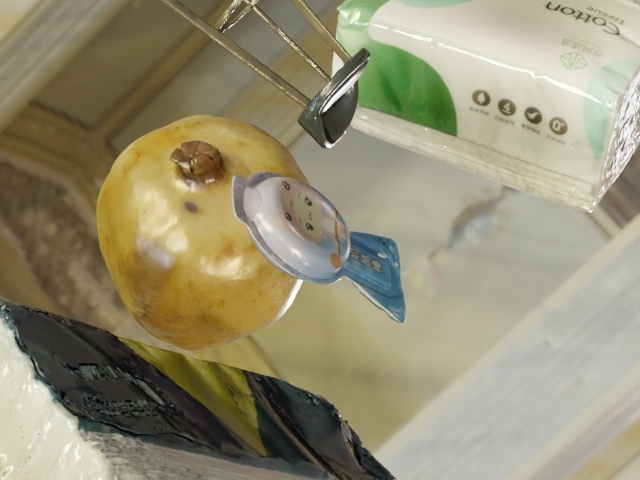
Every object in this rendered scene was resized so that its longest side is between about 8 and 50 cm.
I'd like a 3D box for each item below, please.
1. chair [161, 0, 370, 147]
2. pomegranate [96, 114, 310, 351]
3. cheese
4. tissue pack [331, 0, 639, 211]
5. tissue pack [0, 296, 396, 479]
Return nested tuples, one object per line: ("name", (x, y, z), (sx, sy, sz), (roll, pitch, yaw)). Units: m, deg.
("chair", (-0.038, -0.192, 1.440), (0.221, 0.095, 0.104), (46, -139, -2))
("pomegranate", (-0.143, -0.006, 1.974), (0.307, 0.307, 0.307), (44, -169, -11))
("cheese", (0.000, 0.000, 1.693), (0.245, 0.052, 0.135), (28, -138, -32))
("tissue pack", (0.215, -0.210, 1.886), (0.356, 0.194, 0.266), (21, -141, 18))
("tissue pack", (-0.130, 0.239, 1.222), (0.416, 0.264, 0.253), (22, -163, -50))
